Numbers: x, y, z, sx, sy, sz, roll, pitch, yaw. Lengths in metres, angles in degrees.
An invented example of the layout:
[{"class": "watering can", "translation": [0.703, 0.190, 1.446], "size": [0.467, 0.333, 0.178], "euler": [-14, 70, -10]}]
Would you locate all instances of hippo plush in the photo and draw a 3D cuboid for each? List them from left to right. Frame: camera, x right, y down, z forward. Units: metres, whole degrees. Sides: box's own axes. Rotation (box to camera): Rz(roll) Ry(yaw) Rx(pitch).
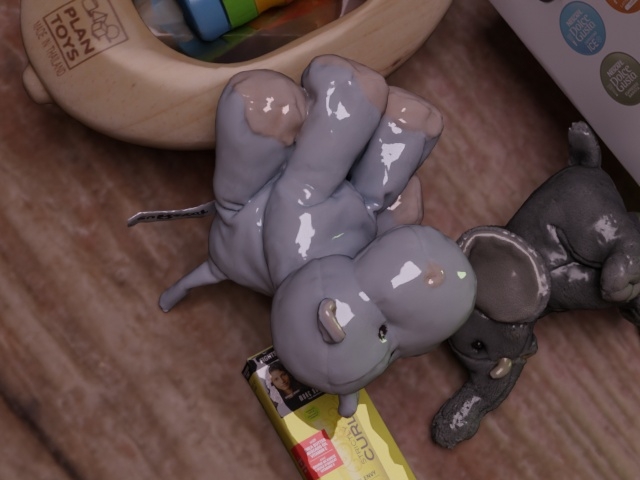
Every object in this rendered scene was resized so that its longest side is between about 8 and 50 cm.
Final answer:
[{"class": "hippo plush", "translation": [0.000, 0.000, 1.276], "size": [0.294, 0.234, 0.237], "euler": [-22, 45, -6]}]

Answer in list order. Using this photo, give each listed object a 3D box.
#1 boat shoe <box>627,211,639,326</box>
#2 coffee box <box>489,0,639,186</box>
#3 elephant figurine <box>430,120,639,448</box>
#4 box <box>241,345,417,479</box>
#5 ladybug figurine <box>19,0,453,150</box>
[{"class": "boat shoe", "translation": [0.321, 0.041, 1.459], "size": [0.040, 0.049, 0.142], "euler": [-6, 77, -27]}, {"class": "coffee box", "translation": [0.406, -0.266, 1.342], "size": [0.338, 0.337, 0.334], "euler": [-31, 80, -36]}, {"class": "elephant figurine", "translation": [0.177, 0.045, 1.393], "size": [0.239, 0.169, 0.186], "euler": [-21, 49, 4]}, {"class": "box", "translation": [0.021, 0.193, 1.375], "size": [0.087, 0.058, 0.232], "euler": [-27, 80, -13]}, {"class": "ladybug figurine", "translation": [-0.073, -0.234, 1.422], "size": [0.449, 0.162, 0.305], "euler": [-25, 80, -12]}]
